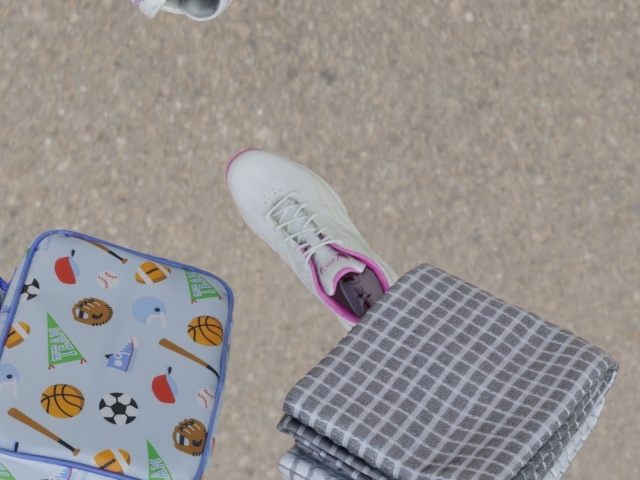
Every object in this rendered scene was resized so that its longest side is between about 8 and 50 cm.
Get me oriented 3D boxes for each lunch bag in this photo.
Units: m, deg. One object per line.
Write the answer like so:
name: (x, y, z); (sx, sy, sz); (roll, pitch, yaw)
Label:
lunch bag: (-0.215, 0.129, 1.218); (0.243, 0.303, 0.115); (15, 133, -9)

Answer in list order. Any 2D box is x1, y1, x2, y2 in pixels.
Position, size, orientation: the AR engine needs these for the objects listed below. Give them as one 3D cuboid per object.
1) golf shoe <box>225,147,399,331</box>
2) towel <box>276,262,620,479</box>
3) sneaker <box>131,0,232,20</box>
golf shoe: (0.000, 0.000, 1.561); (0.115, 0.140, 0.306); (-45, 89, 1)
towel: (0.122, 0.155, 1.183); (0.235, 0.284, 0.121); (27, 132, 22)
sneaker: (-0.132, -0.319, 1.463); (0.152, 0.305, 0.114); (54, 132, 11)
